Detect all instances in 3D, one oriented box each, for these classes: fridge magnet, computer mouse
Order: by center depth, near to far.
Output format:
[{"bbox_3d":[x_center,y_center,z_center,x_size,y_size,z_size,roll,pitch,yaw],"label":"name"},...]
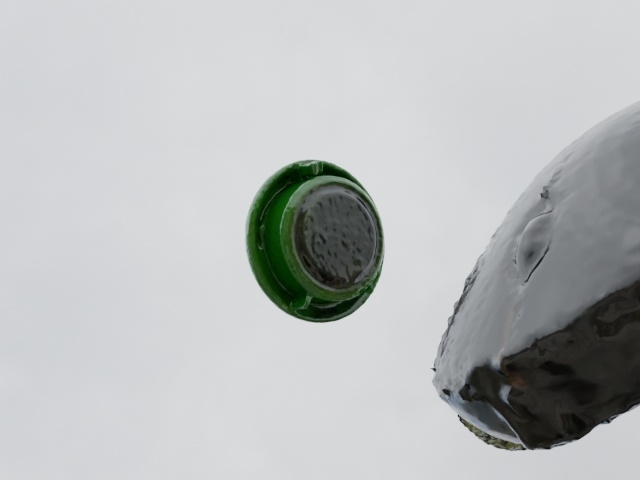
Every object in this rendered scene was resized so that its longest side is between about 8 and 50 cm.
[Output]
[{"bbox_3d":[0.173,-0.005,0.675,0.183,0.323,0.116,-35,-89,42],"label":"computer mouse"},{"bbox_3d":[0.000,0.000,1.497,0.208,0.208,0.088,41,-27,-24],"label":"fridge magnet"}]

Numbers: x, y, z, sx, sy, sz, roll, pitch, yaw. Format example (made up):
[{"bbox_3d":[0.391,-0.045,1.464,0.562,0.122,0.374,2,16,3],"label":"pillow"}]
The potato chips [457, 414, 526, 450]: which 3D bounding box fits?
[{"bbox_3d":[0.282,0.211,1.738,0.029,0.220,0.202,22,-71,-41],"label":"potato chips"}]
